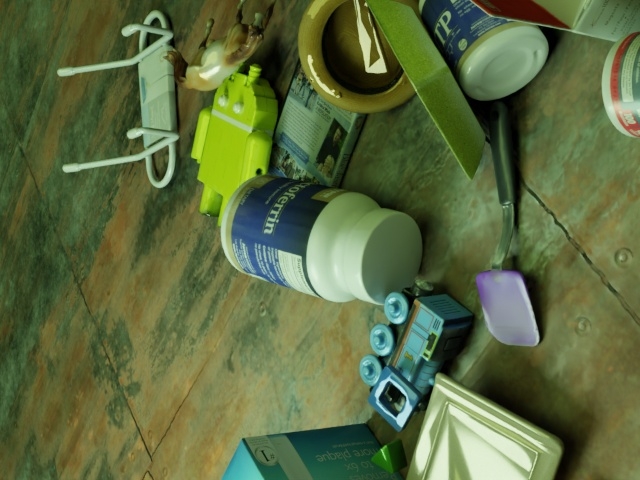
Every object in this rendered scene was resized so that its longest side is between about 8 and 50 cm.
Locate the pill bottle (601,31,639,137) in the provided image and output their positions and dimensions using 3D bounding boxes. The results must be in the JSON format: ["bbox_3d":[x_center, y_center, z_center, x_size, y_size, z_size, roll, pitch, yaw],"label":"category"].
[{"bbox_3d":[0.371,-0.152,0.935,0.180,0.108,0.107,5,93,53],"label":"pill bottle"}]

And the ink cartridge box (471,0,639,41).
[{"bbox_3d":[0.199,-0.308,1.057,0.275,0.239,0.060,52,127,40],"label":"ink cartridge box"}]

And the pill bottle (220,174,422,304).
[{"bbox_3d":[0.000,0.000,1.365,0.265,0.153,0.153,14,100,41],"label":"pill bottle"}]

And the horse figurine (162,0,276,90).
[{"bbox_3d":[-0.159,-0.312,1.597,0.263,0.066,0.174,-26,40,37],"label":"horse figurine"}]

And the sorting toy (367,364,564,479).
[{"bbox_3d":[0.197,0.276,1.183,0.348,0.047,0.196,27,115,37],"label":"sorting toy"}]

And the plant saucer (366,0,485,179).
[{"bbox_3d":[0.137,-0.193,1.196,0.045,0.188,0.188,-30,48,10],"label":"plant saucer"}]

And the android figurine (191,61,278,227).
[{"bbox_3d":[-0.142,-0.161,1.628,0.248,0.056,0.272,35,116,56],"label":"android figurine"}]

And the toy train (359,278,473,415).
[{"bbox_3d":[0.120,0.143,1.279,0.105,0.080,0.184,39,119,39],"label":"toy train"}]

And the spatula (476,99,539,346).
[{"bbox_3d":[0.221,-0.021,1.189,0.084,0.030,0.296,-6,84,54],"label":"spatula"}]

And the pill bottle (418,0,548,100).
[{"bbox_3d":[0.182,-0.270,1.182,0.112,0.112,0.186,-51,50,38],"label":"pill bottle"}]

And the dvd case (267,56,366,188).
[{"bbox_3d":[-0.018,-0.143,1.512,0.180,0.022,0.253,46,124,44],"label":"dvd case"}]

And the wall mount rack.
[{"bbox_3d":[-0.385,-0.266,1.904,0.304,0.130,0.350,-17,75,51],"label":"wall mount rack"}]

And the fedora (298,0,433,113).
[{"bbox_3d":[0.062,-0.270,1.331,0.079,0.194,0.194,-81,16,-59],"label":"fedora"}]

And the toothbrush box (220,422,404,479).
[{"bbox_3d":[0.025,0.392,1.277,0.295,0.216,0.126,54,129,39],"label":"toothbrush box"}]
